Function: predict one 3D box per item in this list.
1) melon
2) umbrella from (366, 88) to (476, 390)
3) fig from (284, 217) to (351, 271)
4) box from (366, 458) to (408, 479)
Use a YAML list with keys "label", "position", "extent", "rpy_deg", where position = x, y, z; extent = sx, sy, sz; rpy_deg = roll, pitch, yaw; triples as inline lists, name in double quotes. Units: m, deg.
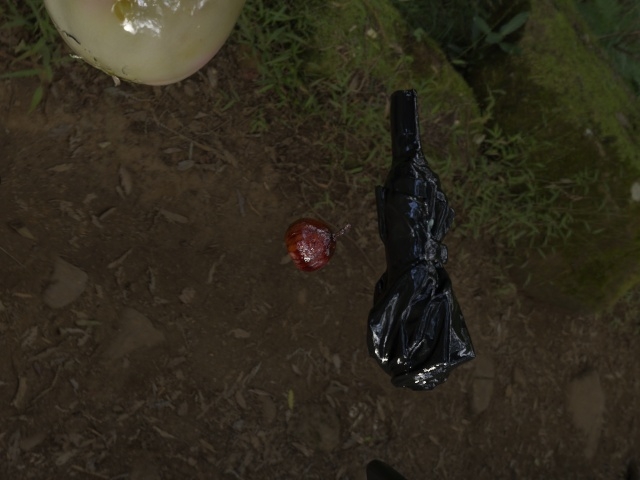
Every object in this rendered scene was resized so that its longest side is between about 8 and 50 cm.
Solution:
- label: "melon"
  position: [-0.188, -0.332, 0.599]
  extent: [0.223, 0.223, 0.317]
  rpy_deg: [26, 86, -34]
- label: "umbrella"
  position: [0.100, -0.010, 0.572]
  extent: [0.118, 0.118, 0.340]
  rpy_deg: [8, 73, -36]
- label: "fig"
  position: [-0.012, 0.010, 1.186]
  extent: [0.150, 0.128, 0.128]
  rpy_deg: [9, 89, -18]
- label: "box"
  position: [0.088, 0.295, 0.511]
  extent: [0.027, 0.126, 0.125]
  rpy_deg: [-11, 100, -23]
